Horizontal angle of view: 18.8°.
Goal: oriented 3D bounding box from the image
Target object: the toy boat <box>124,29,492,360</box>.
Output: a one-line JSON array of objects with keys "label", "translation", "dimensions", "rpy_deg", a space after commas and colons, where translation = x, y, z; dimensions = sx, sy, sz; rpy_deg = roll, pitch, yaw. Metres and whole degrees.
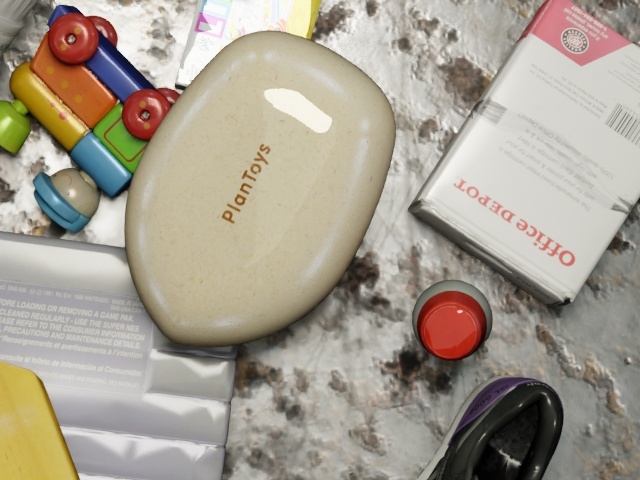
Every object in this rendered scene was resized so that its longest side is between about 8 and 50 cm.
[{"label": "toy boat", "translation": [0.000, 0.000, 1.567], "dimensions": [0.318, 0.148, 0.267], "rpy_deg": [34, 95, 2]}]

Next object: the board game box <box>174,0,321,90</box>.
[{"label": "board game box", "translation": [-0.057, -0.193, 1.675], "dimensions": [0.103, 0.026, 0.154], "rpy_deg": [15, 85, -4]}]

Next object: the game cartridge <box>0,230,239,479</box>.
[{"label": "game cartridge", "translation": [-0.248, 0.110, 1.621], "dimensions": [0.355, 0.068, 0.230], "rpy_deg": [8, 81, -5]}]

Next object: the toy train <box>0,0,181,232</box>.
[{"label": "toy train", "translation": [-0.237, -0.136, 1.625], "dimensions": [0.143, 0.105, 0.248], "rpy_deg": [-44, 91, 7]}]

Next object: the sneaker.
[{"label": "sneaker", "translation": [0.112, 0.238, 1.609], "dimensions": [0.107, 0.124, 0.283], "rpy_deg": [26, 84, -2]}]

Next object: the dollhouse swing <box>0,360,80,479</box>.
[{"label": "dollhouse swing", "translation": [-0.288, 0.324, 1.566], "dimensions": [0.346, 0.315, 0.305], "rpy_deg": [-25, 52, -2]}]

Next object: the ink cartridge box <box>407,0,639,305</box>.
[{"label": "ink cartridge box", "translation": [0.199, -0.074, 1.657], "dimensions": [0.158, 0.092, 0.218], "rpy_deg": [34, 82, -2]}]

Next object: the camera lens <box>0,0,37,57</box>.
[{"label": "camera lens", "translation": [-0.380, -0.170, 1.522], "dimensions": [0.274, 0.219, 0.219], "rpy_deg": [-44, 91, 10]}]
